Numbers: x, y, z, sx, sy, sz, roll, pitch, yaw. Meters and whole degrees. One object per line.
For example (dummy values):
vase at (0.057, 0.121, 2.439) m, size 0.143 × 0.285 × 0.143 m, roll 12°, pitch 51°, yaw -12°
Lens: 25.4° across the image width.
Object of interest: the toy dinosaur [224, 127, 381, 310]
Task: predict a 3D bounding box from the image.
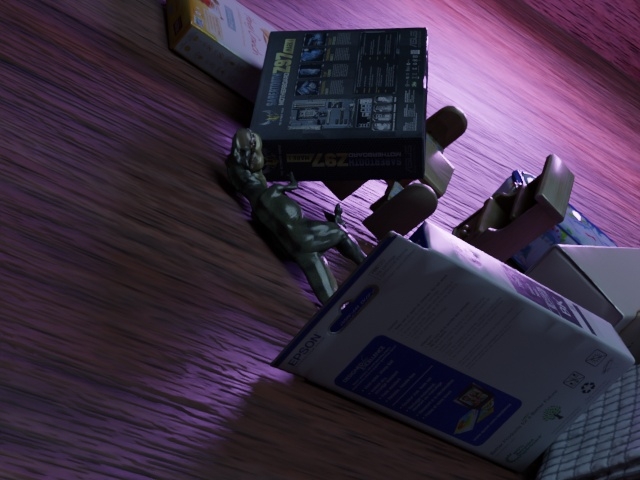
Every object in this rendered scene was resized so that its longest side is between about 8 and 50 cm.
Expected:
toy dinosaur at (0.000, 0.000, 1.390) m, size 0.118 × 0.064 × 0.268 m, roll -4°, pitch 48°, yaw -44°

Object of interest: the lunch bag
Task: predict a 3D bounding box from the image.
lunch bag at (0.330, 0.005, 1.958) m, size 0.219 × 0.090 × 0.176 m, roll 38°, pitch 17°, yaw -13°

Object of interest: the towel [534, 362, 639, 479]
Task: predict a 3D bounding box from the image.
towel at (0.356, 0.199, 1.346) m, size 0.121 × 0.284 × 0.235 m, roll 64°, pitch 21°, yaw -10°

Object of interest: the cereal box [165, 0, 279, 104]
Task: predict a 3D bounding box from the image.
cereal box at (-0.078, -0.221, 1.717) m, size 0.240 × 0.047 × 0.173 m, roll 32°, pitch 24°, yaw -27°

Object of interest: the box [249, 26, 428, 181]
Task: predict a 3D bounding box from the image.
box at (0.024, -0.150, 1.535) m, size 0.183 × 0.059 × 0.232 m, roll 0°, pitch 37°, yaw 5°

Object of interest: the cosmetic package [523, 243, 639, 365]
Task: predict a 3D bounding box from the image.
cosmetic package at (0.301, 0.095, 1.608) m, size 0.113 × 0.160 × 0.309 m, roll 49°, pitch 22°, yaw 20°

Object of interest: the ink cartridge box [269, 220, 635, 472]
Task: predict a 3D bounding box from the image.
ink cartridge box at (0.117, 0.091, 1.262) m, size 0.333 × 0.165 × 0.065 m, roll 28°, pitch 24°, yaw -37°

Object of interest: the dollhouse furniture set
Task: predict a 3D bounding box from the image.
dollhouse furniture set at (0.150, -0.090, 1.640) m, size 0.242 × 0.161 × 0.212 m, roll 45°, pitch 32°, yaw -11°
